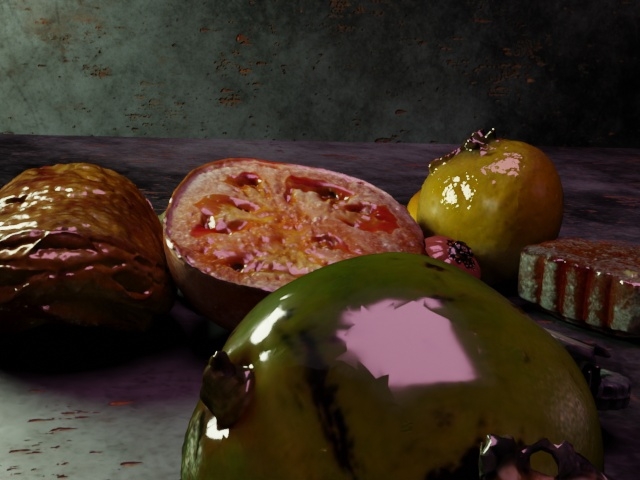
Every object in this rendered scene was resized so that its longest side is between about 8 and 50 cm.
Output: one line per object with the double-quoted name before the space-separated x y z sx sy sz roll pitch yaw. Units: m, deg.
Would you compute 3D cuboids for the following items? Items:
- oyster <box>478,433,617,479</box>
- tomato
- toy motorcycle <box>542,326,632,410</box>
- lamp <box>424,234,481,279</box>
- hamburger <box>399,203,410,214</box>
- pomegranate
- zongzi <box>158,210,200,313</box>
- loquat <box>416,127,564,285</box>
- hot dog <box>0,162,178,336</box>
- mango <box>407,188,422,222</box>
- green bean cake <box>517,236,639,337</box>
"oyster" 0.144 0.213 0.452 0.259 0.198 0.092 29 -23 -2
"tomato" -0.037 0.031 1.232 0.338 0.144 0.338 11 33 -7
"toy motorcycle" 0.166 0.138 0.908 0.188 0.143 0.327 11 7 27
"lamp" 0.178 0.042 1.422 0.107 0.092 0.107 27 31 -18
"hamburger" 0.000 0.000 1.467 0.286 0.146 0.243 -4 8 -25
"pomegranate" 0.070 0.156 0.608 0.340 0.260 0.260 26 8 -14
"zongzi" -0.149 0.055 1.403 0.189 0.081 0.178 39 21 -57
"loquat" 0.259 -0.052 1.535 0.244 0.244 0.244 4 13 -1
"hot dog" -0.306 0.023 1.202 0.267 0.174 0.387 -1 17 -9
"mango" 0.236 -0.050 1.839 0.141 0.102 0.217 37 29 22
"green bean cake" 0.409 0.064 1.393 0.198 0.097 0.232 -10 19 -42
